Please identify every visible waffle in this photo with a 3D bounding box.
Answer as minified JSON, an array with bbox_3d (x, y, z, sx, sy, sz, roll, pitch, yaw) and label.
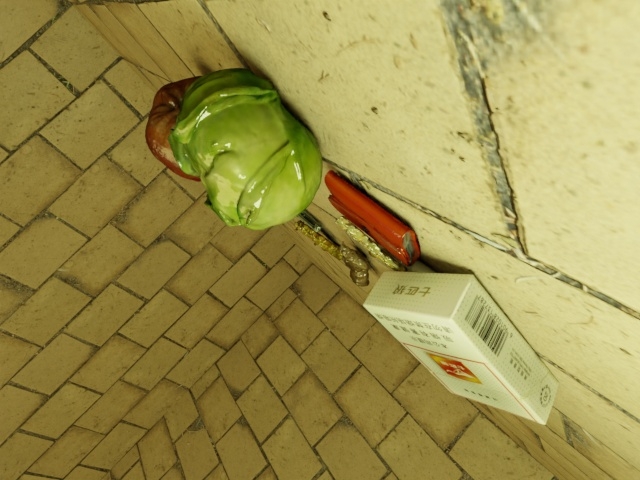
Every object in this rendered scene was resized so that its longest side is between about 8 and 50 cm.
[{"bbox_3d":[0.098,0.010,0.777,0.153,0.023,0.097,39,180,-39],"label":"waffle"},{"bbox_3d":[0.000,0.000,1.564,0.232,0.051,0.228,35,-178,2],"label":"waffle"}]

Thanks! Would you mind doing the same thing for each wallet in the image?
[{"bbox_3d":[0.096,-0.041,0.774,0.204,0.045,0.142,42,175,29],"label":"wallet"}]

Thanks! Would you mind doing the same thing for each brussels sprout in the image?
[{"bbox_3d":[-0.125,-0.148,0.707,0.259,0.227,0.294,58,-176,7],"label":"brussels sprout"}]

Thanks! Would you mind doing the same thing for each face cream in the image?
[{"bbox_3d":[0.172,0.049,0.849,0.072,0.051,0.182,41,177,-39],"label":"face cream"}]

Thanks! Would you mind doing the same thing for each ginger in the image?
[{"bbox_3d":[0.115,0.086,1.335,0.122,0.084,0.290,35,172,20],"label":"ginger"}]

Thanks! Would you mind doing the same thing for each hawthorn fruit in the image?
[{"bbox_3d":[-0.298,-0.263,1.004,0.258,0.258,0.261,43,146,16],"label":"hawthorn fruit"}]

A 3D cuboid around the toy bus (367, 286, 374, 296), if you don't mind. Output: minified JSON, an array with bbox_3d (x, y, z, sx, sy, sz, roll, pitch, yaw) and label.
[{"bbox_3d":[0.266,0.213,1.055,0.335,0.121,0.123,38,165,52],"label":"toy bus"}]

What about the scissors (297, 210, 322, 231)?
[{"bbox_3d":[-0.086,-0.113,1.524,0.289,0.041,0.138,40,179,38],"label":"scissors"}]

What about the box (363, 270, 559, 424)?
[{"bbox_3d":[0.262,0.194,0.758,0.330,0.095,0.210,44,156,-24],"label":"box"}]
